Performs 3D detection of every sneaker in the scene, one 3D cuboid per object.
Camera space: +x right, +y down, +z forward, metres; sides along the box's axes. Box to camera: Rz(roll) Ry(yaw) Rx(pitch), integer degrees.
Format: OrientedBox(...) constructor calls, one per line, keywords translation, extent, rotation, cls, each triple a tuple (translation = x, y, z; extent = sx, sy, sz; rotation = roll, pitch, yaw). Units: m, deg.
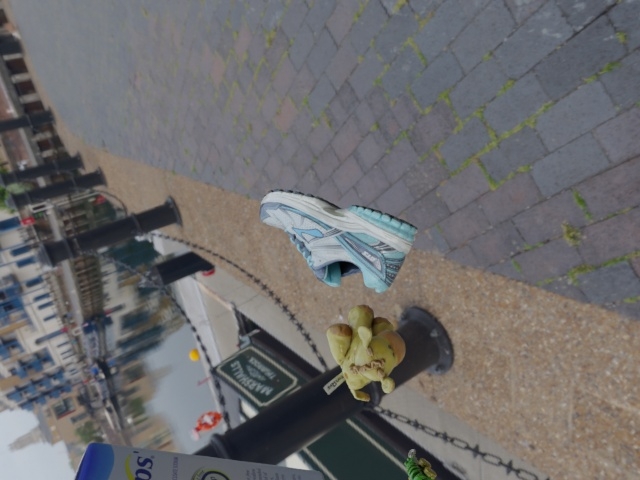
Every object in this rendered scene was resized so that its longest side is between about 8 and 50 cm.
OrientedBox(translation=(0.000, 0.000, 0.756), extent=(0.282, 0.110, 0.122), rotation=(15, 85, 39), cls="sneaker")

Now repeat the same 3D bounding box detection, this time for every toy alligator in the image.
OrientedBox(translation=(0.219, 0.529, 1.155), extent=(0.051, 0.056, 0.189), rotation=(32, -179, -8), cls="toy alligator")

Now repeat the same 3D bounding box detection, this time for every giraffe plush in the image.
OrientedBox(translation=(0.105, 0.235, 1.041), extent=(0.181, 0.210, 0.170), rotation=(38, 155, -3), cls="giraffe plush")

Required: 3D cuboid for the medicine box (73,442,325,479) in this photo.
OrientedBox(translation=(-0.159, 0.394, 0.560), extent=(0.264, 0.289, 0.149), rotation=(-66, 22, 20), cls="medicine box")
